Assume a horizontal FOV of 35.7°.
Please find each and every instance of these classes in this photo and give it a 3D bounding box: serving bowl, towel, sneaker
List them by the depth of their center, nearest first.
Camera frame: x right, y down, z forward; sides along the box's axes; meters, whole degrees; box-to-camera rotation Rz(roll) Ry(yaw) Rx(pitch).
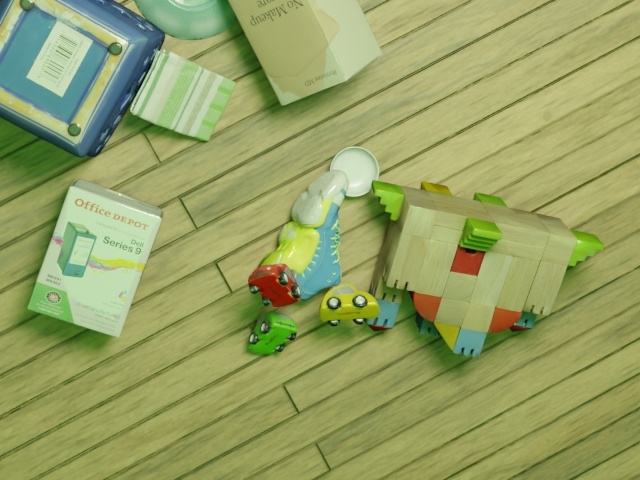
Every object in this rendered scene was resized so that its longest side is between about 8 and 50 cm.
[{"bbox_3d":[-0.215,-0.226,1.561,0.152,0.023,0.113,18,106,-44],"label":"towel"},{"bbox_3d":[0.000,0.000,1.649,0.126,0.091,0.240,29,108,-23],"label":"sneaker"},{"bbox_3d":[0.055,-0.116,1.657,0.083,0.027,0.083,-2,102,-8],"label":"serving bowl"}]

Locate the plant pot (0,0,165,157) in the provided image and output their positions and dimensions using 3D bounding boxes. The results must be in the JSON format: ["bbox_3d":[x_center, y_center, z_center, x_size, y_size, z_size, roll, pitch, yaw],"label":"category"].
[{"bbox_3d":[-0.383,-0.263,1.464,0.236,0.212,0.236,29,96,-13],"label":"plant pot"}]

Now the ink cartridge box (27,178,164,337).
[{"bbox_3d":[-0.358,0.027,1.591,0.154,0.093,0.212,21,96,-12],"label":"ink cartridge box"}]

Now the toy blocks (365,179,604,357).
[{"bbox_3d":[0.242,0.070,1.668,0.381,0.191,0.261,11,112,-10],"label":"toy blocks"}]

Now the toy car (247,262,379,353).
[{"bbox_3d":[-0.050,0.116,1.634,0.239,0.053,0.225,18,139,-28],"label":"toy car"}]

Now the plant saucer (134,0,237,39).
[{"bbox_3d":[-0.201,-0.412,1.551,0.195,0.037,0.195,-2,102,-9],"label":"plant saucer"}]

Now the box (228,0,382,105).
[{"bbox_3d":[-0.049,-0.380,1.509,0.148,0.121,0.311,-17,108,40],"label":"box"}]
